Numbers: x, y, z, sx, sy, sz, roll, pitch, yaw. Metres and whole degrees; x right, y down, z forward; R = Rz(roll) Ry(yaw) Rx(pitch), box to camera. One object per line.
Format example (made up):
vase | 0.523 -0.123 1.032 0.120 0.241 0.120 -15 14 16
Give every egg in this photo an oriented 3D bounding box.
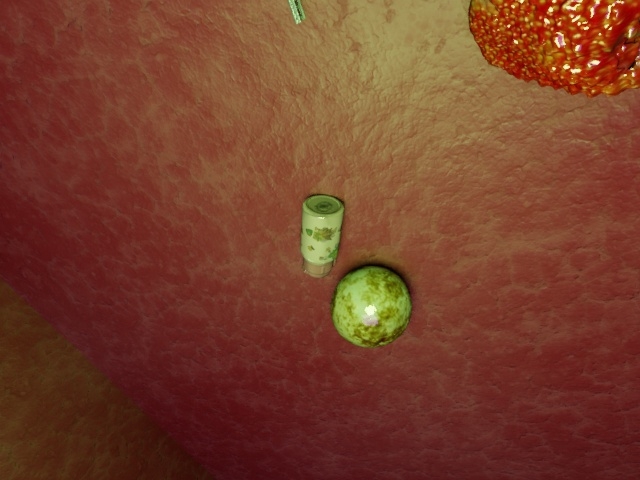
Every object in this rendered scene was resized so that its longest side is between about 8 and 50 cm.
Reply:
egg | 0.146 0.205 1.243 0.238 0.238 0.289 23 148 -1

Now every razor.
razor | 0.036 -0.541 0.844 0.231 0.068 0.106 -12 122 16

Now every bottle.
bottle | 0.000 0.000 1.207 0.120 0.120 0.253 11 129 8

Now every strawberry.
strawberry | 0.427 -0.406 0.702 0.351 0.268 0.312 18 170 40
